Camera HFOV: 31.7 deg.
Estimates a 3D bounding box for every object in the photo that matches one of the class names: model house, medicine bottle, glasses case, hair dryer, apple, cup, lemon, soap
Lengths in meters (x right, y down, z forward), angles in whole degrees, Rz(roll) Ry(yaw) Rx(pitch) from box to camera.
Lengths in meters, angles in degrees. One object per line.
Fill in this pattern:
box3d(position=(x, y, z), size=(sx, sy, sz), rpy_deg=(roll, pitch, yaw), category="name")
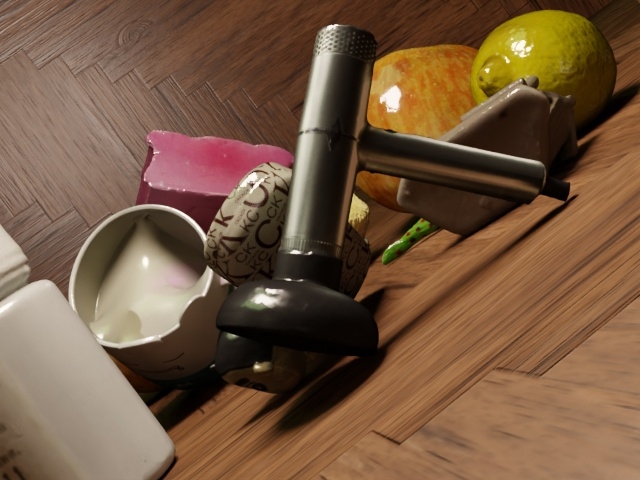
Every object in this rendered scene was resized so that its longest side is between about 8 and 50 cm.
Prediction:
box3d(position=(0.217, -0.109, 1.356), size=(0.229, 0.122, 0.188), rpy_deg=(-37, 0, 34), category="model house")
box3d(position=(-0.351, 0.158, 1.270), size=(0.211, 0.371, 0.211), rpy_deg=(-37, 3, 2), category="medicine bottle")
box3d(position=(-0.027, 0.017, 1.283), size=(0.137, 0.085, 0.355), rpy_deg=(-58, -24, -5), category="glasses case")
box3d(position=(0.083, -0.024, 1.076), size=(0.156, 0.284, 0.320), rpy_deg=(63, -135, -77), category="hair dryer")
box3d(position=(0.173, -0.191, 1.781), size=(0.277, 0.250, 0.309), rpy_deg=(-34, 2, 39), category="apple")
box3d(position=(-0.191, 0.088, 1.636), size=(0.290, 0.219, 0.257), rpy_deg=(-12, -28, 12), category="cup")
box3d(position=(0.308, -0.222, 1.522), size=(0.248, 0.184, 0.184), rpy_deg=(-16, -11, -42), category="lemon")
box3d(position=(-0.191, -0.009, 1.806), size=(0.359, 0.233, 0.128), rpy_deg=(114, 159, -50), category="soap")

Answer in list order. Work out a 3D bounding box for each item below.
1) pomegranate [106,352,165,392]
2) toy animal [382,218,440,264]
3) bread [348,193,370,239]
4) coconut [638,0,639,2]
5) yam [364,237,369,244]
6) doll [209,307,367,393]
box3d(position=(-0.314, 0.133, 2.033), size=(0.252, 0.270, 0.229), rpy_deg=(-31, -10, -44), category="pomegranate")
box3d(position=(0.172, -0.042, 1.573), size=(0.217, 0.041, 0.075), rpy_deg=(-40, 4, 20), category="toy animal")
box3d(position=(0.006, -0.001, 1.771), size=(0.251, 0.133, 0.174), rpy_deg=(-112, 37, -64), category="bread")
box3d(position=(0.464, -0.409, 1.213), size=(0.405, 0.404, 0.404), rpy_deg=(-36, 4, 3), category="coconut")
box3d(position=(0.072, 0.003, 2.024), size=(0.021, 0.021, 0.116), rpy_deg=(-36, 4, -2), category="yam")
box3d(position=(-0.031, 0.115, 1.204), size=(0.179, 0.088, 0.102), rpy_deg=(-13, 1, -9), category="doll")
